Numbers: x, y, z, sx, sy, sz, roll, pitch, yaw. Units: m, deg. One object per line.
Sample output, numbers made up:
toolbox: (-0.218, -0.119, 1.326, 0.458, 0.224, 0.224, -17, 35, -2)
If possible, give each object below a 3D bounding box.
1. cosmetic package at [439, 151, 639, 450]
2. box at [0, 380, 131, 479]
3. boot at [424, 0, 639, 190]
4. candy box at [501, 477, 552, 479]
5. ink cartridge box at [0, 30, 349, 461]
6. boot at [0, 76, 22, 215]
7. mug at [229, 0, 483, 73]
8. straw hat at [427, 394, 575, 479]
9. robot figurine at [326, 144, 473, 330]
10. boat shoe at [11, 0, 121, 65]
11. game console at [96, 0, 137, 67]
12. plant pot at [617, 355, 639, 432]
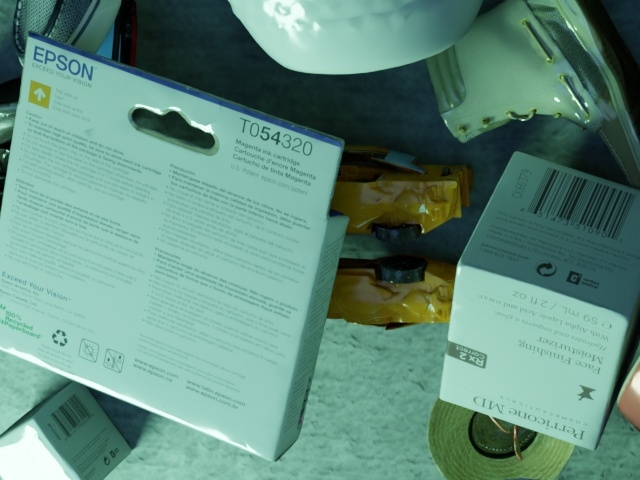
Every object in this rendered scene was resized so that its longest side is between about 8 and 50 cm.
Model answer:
cosmetic package: (0.203, 0.053, 1.570, 0.151, 0.151, 0.184, 18, 138, 14)
box: (-0.273, 0.220, 1.885, 0.087, 0.101, 0.102, -32, 96, 29)
boot: (0.196, -0.117, 1.583, 0.165, 0.077, 0.213, -26, 94, 27)
candy box: (0.236, 0.389, 1.580, 0.122, 0.268, 0.317, -3, 71, 24)
ink cartridge box: (-0.142, 0.000, 1.673, 0.324, 0.071, 0.330, 21, 114, 17)
boot: (-0.316, -0.030, 1.823, 0.263, 0.091, 0.229, -19, 105, 34)
mug: (0.057, -0.310, 1.438, 0.374, 0.276, 0.328, 7, 118, 34)
straw hat: (0.174, 0.172, 1.712, 0.144, 0.061, 0.144, 1, 103, 5)
robot figurine: (0.000, 0.000, 1.701, 0.291, 0.085, 0.211, 3, 110, 20)
boat shoe: (-0.246, -0.304, 1.620, 0.127, 0.158, 0.340, 44, 119, 43)
game console: (-0.222, -0.159, 1.731, 0.085, 0.124, 0.144, 3, 114, -8)
plant pot: (0.400, 0.135, 1.508, 0.243, 0.275, 0.275, 36, 119, 17)
